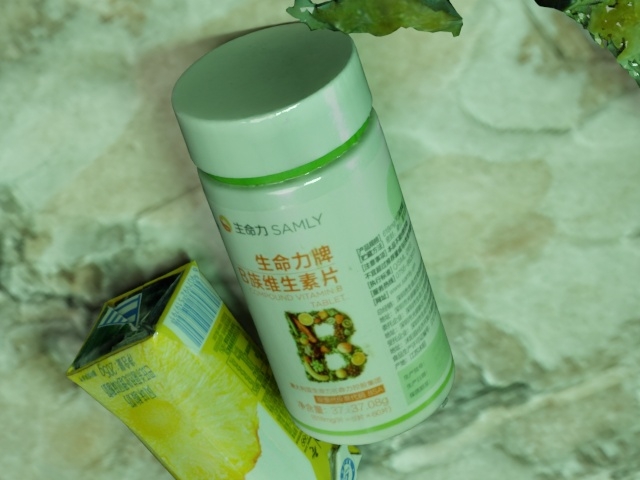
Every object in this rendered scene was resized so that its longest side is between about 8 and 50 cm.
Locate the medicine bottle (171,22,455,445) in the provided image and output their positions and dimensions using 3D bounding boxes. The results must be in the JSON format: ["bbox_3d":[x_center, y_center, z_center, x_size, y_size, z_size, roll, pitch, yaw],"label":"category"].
[{"bbox_3d":[0.000,0.000,0.850,0.086,0.086,0.183,-7,123,20],"label":"medicine bottle"}]

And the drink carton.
[{"bbox_3d":[-0.034,0.107,0.945,0.084,0.074,0.200,-25,117,30],"label":"drink carton"}]

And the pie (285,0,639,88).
[{"bbox_3d":[0.155,-0.145,0.710,0.371,0.078,0.296,27,126,-4],"label":"pie"}]
